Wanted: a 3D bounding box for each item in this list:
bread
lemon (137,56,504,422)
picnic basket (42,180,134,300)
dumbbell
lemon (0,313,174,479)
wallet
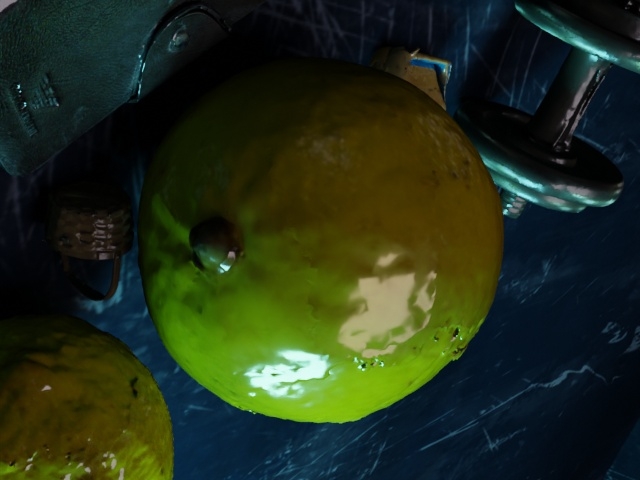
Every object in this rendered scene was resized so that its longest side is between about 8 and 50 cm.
[{"bbox_3d":[0.082,-0.144,1.144,0.106,0.053,0.072,-2,101,-58],"label":"bread"},{"bbox_3d":[0.001,0.000,0.938,0.297,0.297,0.297,-36,148,-28],"label":"lemon"},{"bbox_3d":[-0.173,0.004,0.905,0.072,0.072,0.083,-21,128,-45],"label":"picnic basket"},{"bbox_3d":[0.253,-0.150,1.240,0.192,0.192,0.290,-7,128,-53],"label":"dumbbell"},{"bbox_3d":[-0.205,0.157,0.908,0.192,0.192,0.231,-38,148,-26],"label":"lemon"},{"bbox_3d":[-0.116,-0.178,0.818,0.318,0.045,0.172,-41,148,-18],"label":"wallet"}]
